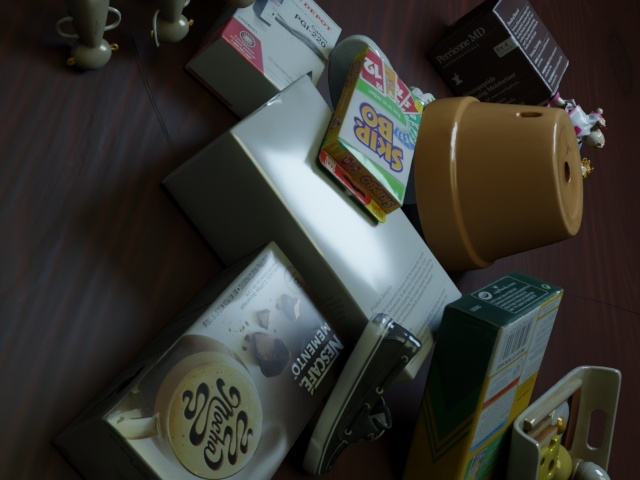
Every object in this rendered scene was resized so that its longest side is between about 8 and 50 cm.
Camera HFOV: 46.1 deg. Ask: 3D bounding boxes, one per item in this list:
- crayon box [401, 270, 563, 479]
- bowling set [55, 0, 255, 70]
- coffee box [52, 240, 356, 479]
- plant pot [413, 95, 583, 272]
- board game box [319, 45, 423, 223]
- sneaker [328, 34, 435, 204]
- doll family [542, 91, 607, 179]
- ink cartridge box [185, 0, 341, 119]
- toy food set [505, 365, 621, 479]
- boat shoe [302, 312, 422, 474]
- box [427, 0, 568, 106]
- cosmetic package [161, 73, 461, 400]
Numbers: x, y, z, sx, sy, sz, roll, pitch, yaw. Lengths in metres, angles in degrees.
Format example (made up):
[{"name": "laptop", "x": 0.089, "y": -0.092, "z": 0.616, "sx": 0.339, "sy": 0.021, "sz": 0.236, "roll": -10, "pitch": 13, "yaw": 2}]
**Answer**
[{"name": "crayon box", "x": 0.214, "y": 0.219, "z": 1.021, "sx": 0.203, "sy": 0.083, "sz": 0.323, "roll": -16, "pitch": 122, "yaw": -51}, {"name": "bowling set", "x": -0.223, "y": -0.349, "z": 0.941, "sx": 0.287, "sy": 0.154, "sz": 0.200, "roll": -23, "pitch": 58, "yaw": -29}, {"name": "coffee box", "x": -0.106, "y": 0.158, "z": 0.802, "sx": 0.168, "sy": 0.119, "sz": 0.297, "roll": 52, "pitch": 43, "yaw": -10}, {"name": "plant pot", "x": 0.297, "y": -0.097, "z": 1.208, "sx": 0.291, "sy": 0.203, "sz": 0.291, "roll": 11, "pitch": 77, "yaw": -58}, {"name": "board game box", "x": 0.073, "y": -0.145, "z": 0.993, "sx": 0.124, "sy": 0.039, "sz": 0.259, "roll": 43, "pitch": 41, "yaw": -22}, {"name": "sneaker", "x": 0.109, "y": -0.221, "z": 1.206, "sx": 0.293, "sy": 0.108, "sz": 0.169, "roll": 63, "pitch": 33, "yaw": -33}, {"name": "doll family", "x": 0.444, "y": -0.155, "z": 1.480, "sx": 0.163, "sy": 0.263, "sz": 0.118, "roll": 40, "pitch": 0, "yaw": -4}, {"name": "ink cartridge box", "x": -0.074, "y": -0.278, "z": 1.085, "sx": 0.158, "sy": 0.092, "sz": 0.218, "roll": 41, "pitch": 44, "yaw": -23}, {"name": "toy food set", "x": 0.366, "y": 0.337, "z": 1.121, "sx": 0.306, "sy": 0.092, "sz": 0.220, "roll": -17, "pitch": 115, "yaw": -49}, {"name": "boat shoe", "x": 0.050, "y": 0.191, "z": 0.867, "sx": 0.076, "sy": 0.229, "sz": 0.080, "roll": 28, "pitch": 19, "yaw": 11}, {"name": "box", "x": 0.356, "y": -0.362, "z": 1.499, "sx": 0.203, "sy": 0.168, "sz": 0.167, "roll": 49, "pitch": 44, "yaw": -13}, {"name": "cosmetic package", "x": 0.000, "y": 0.000, "z": 0.965, "sx": 0.366, "sy": 0.155, "sz": 0.197, "roll": 54, "pitch": 42, "yaw": -8}]
